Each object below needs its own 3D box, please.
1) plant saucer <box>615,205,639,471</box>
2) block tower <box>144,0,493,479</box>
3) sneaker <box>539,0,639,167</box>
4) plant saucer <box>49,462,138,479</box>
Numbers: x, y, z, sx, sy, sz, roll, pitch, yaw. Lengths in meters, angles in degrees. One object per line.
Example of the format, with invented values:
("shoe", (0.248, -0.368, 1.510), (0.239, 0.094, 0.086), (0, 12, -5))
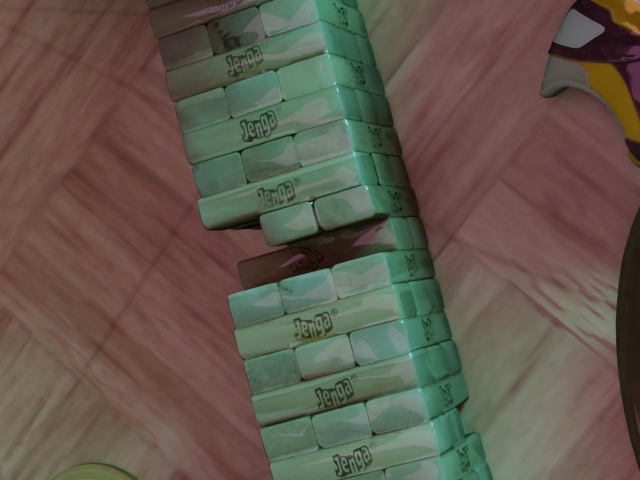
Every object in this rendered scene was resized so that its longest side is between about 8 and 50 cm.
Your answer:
("plant saucer", (0.223, 0.078, 0.670), (0.041, 0.278, 0.278), (-14, 83, -23))
("block tower", (0.000, 0.000, 0.804), (0.091, 0.097, 0.336), (-17, 86, 17))
("sneaker", (0.197, -0.060, 0.758), (0.185, 0.069, 0.084), (35, 108, 22))
("plant saucer", (-0.129, 0.168, 0.883), (0.083, 0.013, 0.084), (0, 89, 17))
